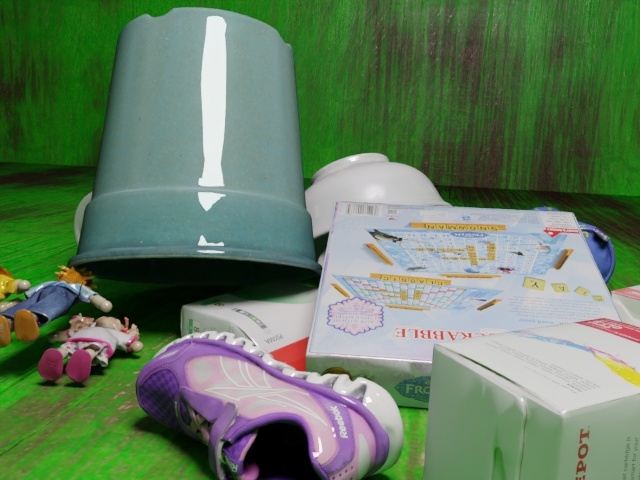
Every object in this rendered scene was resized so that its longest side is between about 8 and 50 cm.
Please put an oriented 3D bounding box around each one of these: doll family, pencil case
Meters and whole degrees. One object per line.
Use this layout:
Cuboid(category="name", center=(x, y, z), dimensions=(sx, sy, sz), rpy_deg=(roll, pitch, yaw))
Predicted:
Cuboid(category="doll family", center=(-0.330, 0.072, 0.722), dimensions=(0.263, 0.118, 0.163), rpy_deg=(2, 11, 1))
Cuboid(category="pencil case", center=(0.428, 0.010, 1.179), dimensions=(0.119, 0.133, 0.306), rpy_deg=(-30, 5, 10))

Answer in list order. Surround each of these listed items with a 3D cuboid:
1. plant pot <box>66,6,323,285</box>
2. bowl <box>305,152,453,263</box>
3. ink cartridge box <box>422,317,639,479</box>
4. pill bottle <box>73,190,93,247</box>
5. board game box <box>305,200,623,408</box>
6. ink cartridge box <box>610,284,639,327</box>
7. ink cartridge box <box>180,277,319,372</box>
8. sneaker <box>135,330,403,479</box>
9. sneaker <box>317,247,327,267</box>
Cuboid(category="plant pot", center=(-0.164, -0.116, 0.920), dimensions=(0.342, 0.333, 0.341), rpy_deg=(1, -10, 0))
Cuboid(category="bowl", center=(0.067, -0.060, 1.119), dimensions=(0.298, 0.134, 0.298), rpy_deg=(-15, -13, -4))
Cuboid(category="ink cartridge box", center=(0.178, 0.137, 0.452), dimensions=(0.176, 0.128, 0.127), rpy_deg=(-3, 12, -26))
Cuboid(category="pill bottle", center=(-0.295, -0.032, 1.187), dimensions=(0.152, 0.152, 0.272), rpy_deg=(7, 13, 25))
Cuboid(category="board game box", center=(0.158, 0.061, 0.748), dimensions=(0.319, 0.065, 0.318), rpy_deg=(3, 31, 6))
Cuboid(category="ink cartridge box", center=(0.492, 0.099, 0.875), dimensions=(0.198, 0.067, 0.115), rpy_deg=(-5, 14, -37))
Cuboid(category="ink cartridge box", center=(-0.029, 0.104, 0.796), dimensions=(0.225, 0.056, 0.181), rpy_deg=(8, 12, 36))
Cuboid(category="sneaker", center=(-0.060, 0.141, 0.507), dimensions=(0.237, 0.095, 0.104), rpy_deg=(9, 20, 26))
Cuboid(category="sneaker", center=(0.137, 0.037, 1.094), dimensions=(0.296, 0.104, 0.147), rpy_deg=(-5, -2, -7))
